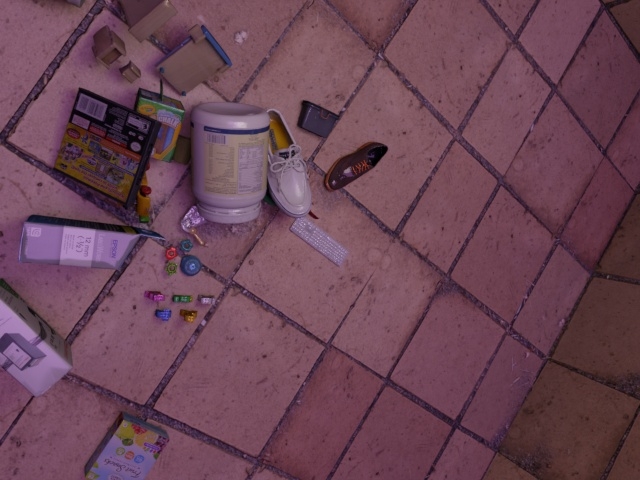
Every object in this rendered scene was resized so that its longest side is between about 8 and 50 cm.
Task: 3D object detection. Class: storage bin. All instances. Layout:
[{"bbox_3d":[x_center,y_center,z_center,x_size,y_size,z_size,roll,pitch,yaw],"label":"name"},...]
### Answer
[{"bbox_3d":[-0.010,-0.418,1.762,0.135,0.098,0.091,18,99,-27],"label":"storage bin"}]

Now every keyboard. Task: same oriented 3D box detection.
[{"bbox_3d":[0.000,0.000,1.863,0.256,0.014,0.072,37,80,-25],"label":"keyboard"}]

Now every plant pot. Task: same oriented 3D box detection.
[{"bbox_3d":[-0.431,-0.283,1.585,0.083,0.083,0.079,16,101,-27],"label":"plant pot"}]

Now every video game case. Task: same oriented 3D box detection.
[{"bbox_3d":[-0.597,-0.261,1.408,0.274,0.035,0.249,25,99,14],"label":"video game case"}]

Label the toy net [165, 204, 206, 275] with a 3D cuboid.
[{"bbox_3d":[-0.436,0.000,1.636,0.121,0.045,0.233,5,93,-25],"label":"toy net"}]

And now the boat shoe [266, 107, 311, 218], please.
[{"bbox_3d":[-0.109,-0.258,1.622,0.135,0.156,0.368,-13,79,-15],"label":"boat shoe"}]

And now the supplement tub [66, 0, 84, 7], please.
[{"bbox_3d":[-0.737,-0.773,1.273,0.331,0.241,0.241,23,87,-26],"label":"supplement tub"}]

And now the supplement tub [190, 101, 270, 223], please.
[{"bbox_3d":[-0.276,-0.239,1.543,0.235,0.235,0.325,-7,118,-25],"label":"supplement tub"}]

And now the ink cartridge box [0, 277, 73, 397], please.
[{"bbox_3d":[-0.828,0.263,1.388,0.121,0.211,0.289,-41,113,-17],"label":"ink cartridge box"}]

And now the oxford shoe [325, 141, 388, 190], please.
[{"bbox_3d":[0.132,-0.276,1.841,0.271,0.098,0.097,-42,112,-15],"label":"oxford shoe"}]

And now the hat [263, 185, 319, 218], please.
[{"bbox_3d":[-0.128,-0.148,1.778,0.172,0.184,0.209,-35,72,-17],"label":"hat"}]

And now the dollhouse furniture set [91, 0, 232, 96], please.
[{"bbox_3d":[-0.471,-0.581,1.526,0.286,0.198,0.303,-34,144,9],"label":"dollhouse furniture set"}]

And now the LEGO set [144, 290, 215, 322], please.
[{"bbox_3d":[-0.447,0.221,1.631,0.227,0.093,0.087,6,94,-27],"label":"LEGO set"}]

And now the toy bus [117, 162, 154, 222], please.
[{"bbox_3d":[-0.554,-0.144,1.474,0.104,0.202,0.191,-4,94,-24],"label":"toy bus"}]

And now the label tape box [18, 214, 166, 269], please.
[{"bbox_3d":[-0.635,0.009,1.423,0.347,0.249,0.115,9,93,-26],"label":"label tape box"}]

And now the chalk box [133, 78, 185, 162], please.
[{"bbox_3d":[-0.479,-0.360,1.480,0.131,0.132,0.213,14,112,-27],"label":"chalk box"}]

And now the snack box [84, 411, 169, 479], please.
[{"bbox_3d":[-0.620,0.685,1.624,0.174,0.070,0.207,36,83,-26],"label":"snack box"}]
